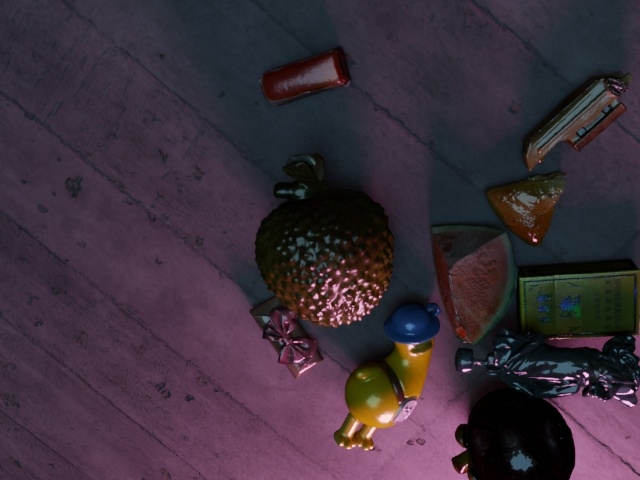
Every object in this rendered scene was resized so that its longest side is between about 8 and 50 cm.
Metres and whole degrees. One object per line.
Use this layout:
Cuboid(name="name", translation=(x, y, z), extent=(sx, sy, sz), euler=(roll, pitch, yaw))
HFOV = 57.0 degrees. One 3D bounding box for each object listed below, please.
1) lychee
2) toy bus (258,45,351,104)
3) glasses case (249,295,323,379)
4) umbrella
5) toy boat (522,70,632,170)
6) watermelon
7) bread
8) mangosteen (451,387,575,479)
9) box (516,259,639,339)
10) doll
Cuboid(name="lychee", translation=(0.004, 0.011, 1.125), extent=(0.270, 0.270, 0.320), euler=(-37, 86, 20))
Cuboid(name="toy bus", translation=(-0.035, -0.309, 1.123), extent=(0.174, 0.077, 0.079), euler=(-13, 104, 15))
Cuboid(name="glasses case", translation=(-0.068, 0.216, 1.306), extent=(0.102, 0.070, 0.194), euler=(-30, 100, 17))
Cuboid(name="umbrella", translation=(0.437, 0.240, 1.143), extent=(0.348, 0.094, 0.143), euler=(2, 93, 6))
Cuboid(name="toy boat", translation=(0.460, -0.210, 1.060), extent=(0.088, 0.068, 0.226), euler=(41, 111, -10))
Cuboid(name="watermelon", translation=(0.312, 0.076, 1.161), extent=(0.146, 0.128, 0.231), euler=(-12, 95, -1))
Cuboid(name="bread", translation=(0.382, -0.074, 1.130), extent=(0.135, 0.054, 0.154), euler=(19, 108, 8))
Cuboid(name="mangosteen", translation=(0.381, 0.425, 1.209), extent=(0.265, 0.228, 0.228), euler=(-30, 100, 33))
Cuboid(name="box", translation=(0.502, 0.118, 1.161), extent=(0.219, 0.064, 0.141), euler=(-6, 109, 12))
Cuboid(name="doll", translation=(0.156, 0.287, 1.262), extent=(0.199, 0.145, 0.363), euler=(19, 106, -37))
